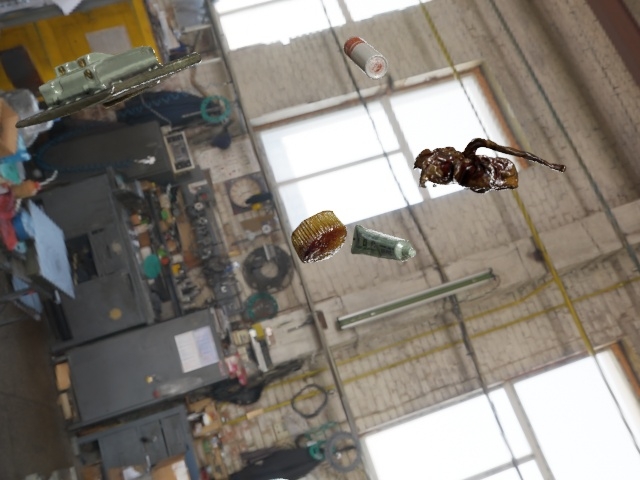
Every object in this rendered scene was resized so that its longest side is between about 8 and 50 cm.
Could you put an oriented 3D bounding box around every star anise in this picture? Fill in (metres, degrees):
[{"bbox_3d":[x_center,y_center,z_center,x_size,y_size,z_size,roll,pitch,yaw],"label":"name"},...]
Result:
[{"bbox_3d":[0.199,-0.088,0.703,0.190,0.097,0.070,17,-75,36],"label":"star anise"}]

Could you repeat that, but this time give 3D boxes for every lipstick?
[{"bbox_3d":[0.071,-0.296,0.937,0.131,0.038,0.038,-113,-170,-56],"label":"lipstick"}]

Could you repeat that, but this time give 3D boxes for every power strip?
[{"bbox_3d":[-0.381,-0.287,1.030,0.251,0.256,0.092,-43,119,-57],"label":"power strip"}]

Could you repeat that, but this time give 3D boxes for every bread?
[{"bbox_3d":[0.000,0.000,0.849,0.053,0.085,0.085,56,-15,23],"label":"bread"}]

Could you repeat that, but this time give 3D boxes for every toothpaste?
[{"bbox_3d":[0.120,0.010,1.159,0.218,0.041,0.064,14,-83,62],"label":"toothpaste"}]

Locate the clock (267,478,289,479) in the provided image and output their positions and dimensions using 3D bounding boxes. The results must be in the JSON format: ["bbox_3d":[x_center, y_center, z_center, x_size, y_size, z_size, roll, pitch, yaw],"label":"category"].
[{"bbox_3d":[-0.031,0.416,0.611,0.274,0.223,0.094,-64,168,8],"label":"clock"}]
